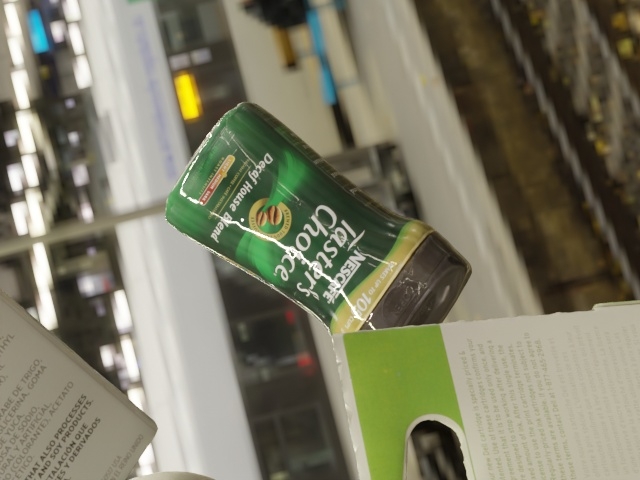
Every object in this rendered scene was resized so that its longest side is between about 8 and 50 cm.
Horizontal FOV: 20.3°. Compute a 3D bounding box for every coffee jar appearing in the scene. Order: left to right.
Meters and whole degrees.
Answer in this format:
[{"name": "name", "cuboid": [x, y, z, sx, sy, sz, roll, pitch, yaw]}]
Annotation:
[{"name": "coffee jar", "cuboid": [0.000, 0.000, 1.119, 0.184, 0.096, 0.079, 35, -175, 9]}]

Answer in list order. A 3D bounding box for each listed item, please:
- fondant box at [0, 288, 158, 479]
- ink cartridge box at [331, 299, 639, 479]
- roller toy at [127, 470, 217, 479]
[{"name": "fondant box", "cuboid": [-0.236, -0.007, 0.638, 0.238, 0.096, 0.330, 25, 163, 35]}, {"name": "ink cartridge box", "cuboid": [0.137, 0.131, 0.848, 0.097, 0.255, 0.189, 106, 157, -56]}, {"name": "roller toy", "cuboid": [-0.110, 0.263, 1.246, 0.146, 0.209, 0.191, 46, 167, 39]}]
